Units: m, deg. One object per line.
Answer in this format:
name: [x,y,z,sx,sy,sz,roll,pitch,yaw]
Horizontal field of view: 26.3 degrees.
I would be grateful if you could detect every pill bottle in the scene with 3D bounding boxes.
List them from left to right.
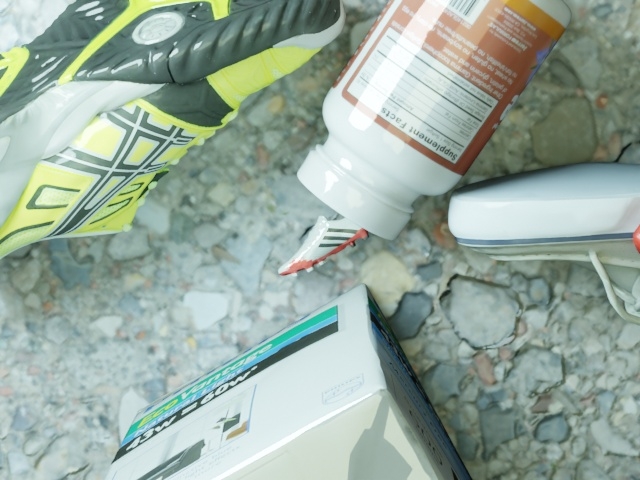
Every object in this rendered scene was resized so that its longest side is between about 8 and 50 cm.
pill bottle: [0.079,-0.113,1.019,0.121,0.121,0.216,34,101,-4]

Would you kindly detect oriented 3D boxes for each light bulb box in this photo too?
light bulb box: [0.027,0.257,0.960,0.225,0.361,0.358,-29,97,4]

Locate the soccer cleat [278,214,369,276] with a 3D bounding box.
soccer cleat: [0.000,0.000,1.088,0.083,0.029,0.035,-29,89,2]

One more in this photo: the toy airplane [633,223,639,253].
toy airplane: [0.430,0.102,0.885,0.386,0.272,0.384,-14,74,4]

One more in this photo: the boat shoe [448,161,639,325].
boat shoe: [0.279,0.023,1.043,0.367,0.136,0.156,-2,102,-8]

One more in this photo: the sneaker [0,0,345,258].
sneaker: [-0.156,-0.095,1.041,0.385,0.145,0.147,-24,129,2]
